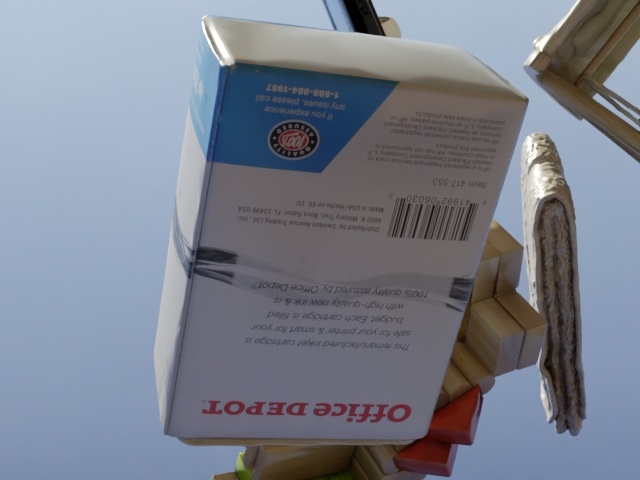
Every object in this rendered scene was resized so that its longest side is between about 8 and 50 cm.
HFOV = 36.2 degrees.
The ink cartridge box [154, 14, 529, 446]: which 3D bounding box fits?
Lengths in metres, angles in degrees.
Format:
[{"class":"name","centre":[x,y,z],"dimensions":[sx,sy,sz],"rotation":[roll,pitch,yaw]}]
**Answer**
[{"class":"ink cartridge box","centre":[0.000,0.000,0.477],"dimensions":[0.140,0.190,0.082],"rotation":[4,-152,-18]}]

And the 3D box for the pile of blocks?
[{"class":"pile of blocks","centre":[0.038,0.147,0.745],"dimensions":[0.149,0.362,0.112],"rotation":[22,-160,-41]}]

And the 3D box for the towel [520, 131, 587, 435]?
[{"class":"towel","centre":[0.238,0.044,1.020],"dimensions":[0.049,0.282,0.187],"rotation":[-6,-155,9]}]

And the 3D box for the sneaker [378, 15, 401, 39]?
[{"class":"sneaker","centre":[-0.005,-0.193,1.123],"dimensions":[0.084,0.215,0.083],"rotation":[44,-164,-49]}]

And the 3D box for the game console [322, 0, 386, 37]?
[{"class":"game console","centre":[-0.015,-0.251,0.709],"dimensions":[0.213,0.044,0.361],"rotation":[30,-142,-79]}]

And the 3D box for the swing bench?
[{"class":"swing bench","centre":[0.376,-0.197,0.973],"dimensions":[0.255,0.253,0.165],"rotation":[39,-170,7]}]
